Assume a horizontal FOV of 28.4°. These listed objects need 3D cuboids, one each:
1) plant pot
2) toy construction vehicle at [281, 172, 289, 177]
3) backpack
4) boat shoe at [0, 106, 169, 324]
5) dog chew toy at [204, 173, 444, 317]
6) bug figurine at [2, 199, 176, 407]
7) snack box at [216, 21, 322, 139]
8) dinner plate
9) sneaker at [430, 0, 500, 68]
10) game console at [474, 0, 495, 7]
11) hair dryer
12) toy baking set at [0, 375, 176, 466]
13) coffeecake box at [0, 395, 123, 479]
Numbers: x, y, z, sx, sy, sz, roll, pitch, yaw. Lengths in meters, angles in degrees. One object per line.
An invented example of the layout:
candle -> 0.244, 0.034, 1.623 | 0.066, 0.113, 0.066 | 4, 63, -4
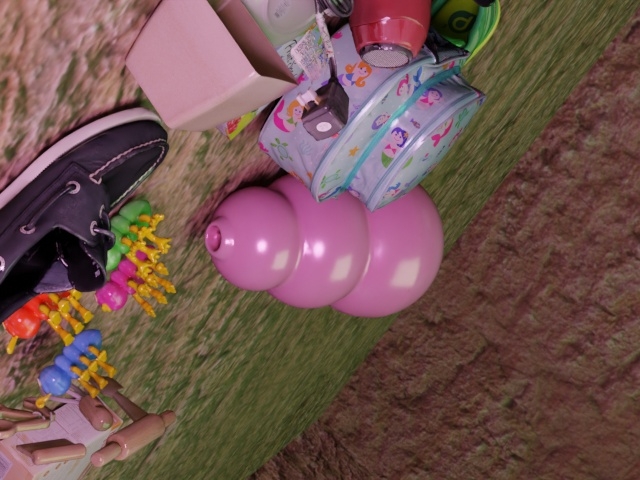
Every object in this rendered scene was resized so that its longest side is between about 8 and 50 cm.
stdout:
plant pot -> -0.100, -0.151, 1.085 | 0.096, 0.109, 0.109 | -37, 171, 15
toy construction vehicle -> -0.010, -0.097, 1.732 | 0.086, 0.035, 0.098 | -52, 167, 24
backpack -> 0.056, -0.148, 1.465 | 0.225, 0.191, 0.253 | -51, 163, 25
boat shoe -> -0.236, 0.008, 1.081 | 0.340, 0.113, 0.127 | -38, 165, -38
dog chew toy -> 0.000, 0.000, 1.632 | 0.332, 0.206, 0.206 | 0, 138, -39
bug figurine -> -0.245, 0.064, 1.342 | 0.216, 0.072, 0.279 | -49, 166, -20
snack box -> -0.058, -0.177, 1.291 | 0.141, 0.037, 0.100 | -45, 168, -12
dinner plate -> -0.021, -0.239, 1.189 | 0.141, 0.017, 0.141 | -35, 150, -24
sneaker -> 0.134, -0.224, 1.639 | 0.295, 0.109, 0.123 | -63, 162, -10
game console -> 0.197, -0.357, 1.493 | 0.144, 0.085, 0.124 | -52, 168, 18
hair dryer -> 0.038, -0.249, 1.136 | 0.293, 0.080, 0.223 | -60, 142, -47
toy baking set -> -0.268, 0.193, 1.437 | 0.256, 0.197, 0.030 | -19, 121, -62
coffeecake box -> -0.367, 0.295, 1.672 | 0.142, 0.068, 0.185 | -54, 166, 29
